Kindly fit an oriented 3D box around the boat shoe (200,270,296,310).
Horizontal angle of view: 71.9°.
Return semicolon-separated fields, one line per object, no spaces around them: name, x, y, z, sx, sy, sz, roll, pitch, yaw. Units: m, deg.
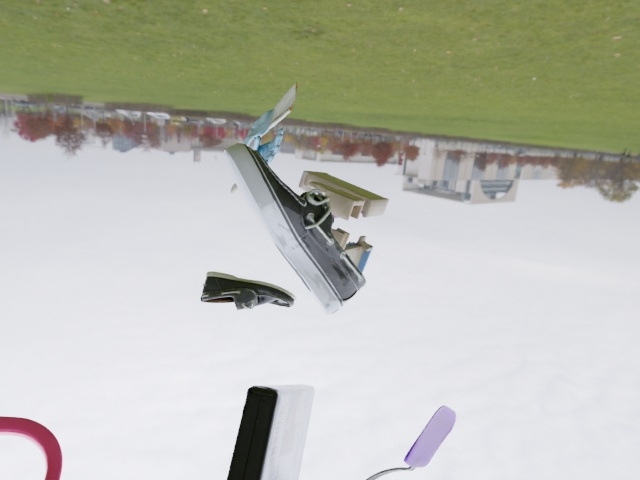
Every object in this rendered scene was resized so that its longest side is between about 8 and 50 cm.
boat shoe;-0.173;0.135;1.057;0.233;0.079;0.084;9;154;9

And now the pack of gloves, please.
pack of gloves;-0.145;-0.230;0.991;0.046;0.195;0.232;23;152;-29

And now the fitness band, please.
fitness band;-0.608;0.410;0.755;0.290;0.054;0.209;15;-128;-30

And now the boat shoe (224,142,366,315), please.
boat shoe;-0.026;-0.026;0.670;0.105;0.306;0.113;-36;-162;-9

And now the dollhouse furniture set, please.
dollhouse furniture set;0.000;0.000;1.122;0.198;0.303;0.286;25;-164;21

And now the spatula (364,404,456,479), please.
spatula;0.081;0.342;0.625;0.084;0.296;0.030;40;-169;-45

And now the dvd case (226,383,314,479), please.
dvd case;-0.041;0.210;0.356;0.022;0.180;0.253;9;163;7
